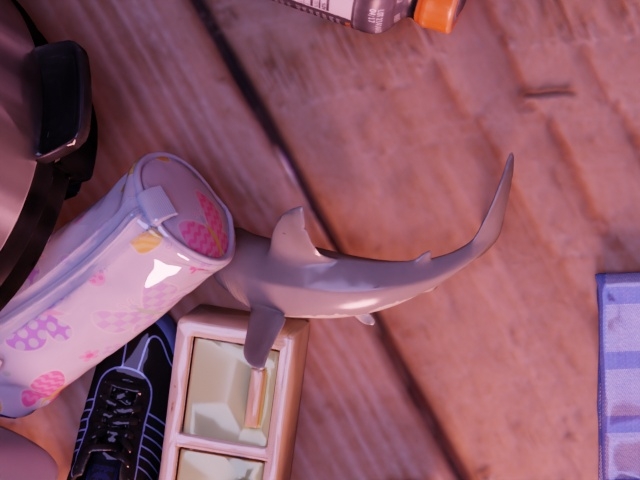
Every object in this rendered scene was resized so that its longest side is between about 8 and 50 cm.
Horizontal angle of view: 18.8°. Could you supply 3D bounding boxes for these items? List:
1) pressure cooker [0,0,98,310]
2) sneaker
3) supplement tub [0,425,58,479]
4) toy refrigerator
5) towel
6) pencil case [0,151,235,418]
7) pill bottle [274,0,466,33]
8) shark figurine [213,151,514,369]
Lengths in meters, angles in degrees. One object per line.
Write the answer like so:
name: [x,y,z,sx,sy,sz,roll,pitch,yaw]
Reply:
pressure cooker: [-0.408,-0.085,1.520,0.370,0.420,0.375,35,92,34]
sneaker: [-0.171,0.173,1.670,0.081,0.090,0.232,9,99,8]
supplement tub: [-0.361,0.326,1.644,0.241,0.241,0.331,17,100,7]
toy refrigerator: [-0.081,0.199,1.658,0.102,0.094,0.269,9,98,8]
towel: [0.372,0.126,1.607,0.285,0.034,0.209,0,97,9]
pencil case: [-0.198,0.038,1.611,0.273,0.124,0.113,-35,58,26]
pill bottle: [0.006,-0.247,1.568,0.246,0.130,0.130,20,100,6]
shark figurine: [0.021,0.008,1.568,0.278,0.166,0.116,-6,126,13]
